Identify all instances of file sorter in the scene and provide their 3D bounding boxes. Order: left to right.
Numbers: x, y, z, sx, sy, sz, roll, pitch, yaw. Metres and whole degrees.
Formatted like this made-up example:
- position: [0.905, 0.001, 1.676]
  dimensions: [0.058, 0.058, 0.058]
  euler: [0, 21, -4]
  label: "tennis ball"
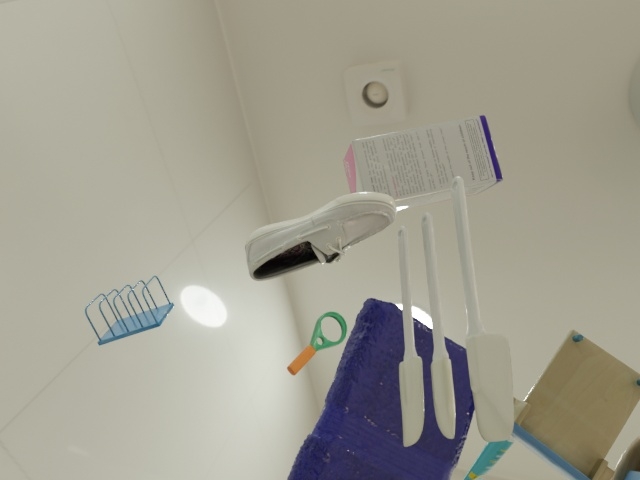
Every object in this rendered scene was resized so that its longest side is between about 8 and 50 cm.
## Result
- position: [-0.487, 0.173, 1.270]
  dimensions: [0.170, 0.118, 0.105]
  euler: [-19, -74, 7]
  label: "file sorter"

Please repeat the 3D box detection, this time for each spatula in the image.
- position: [0.118, 0.069, 0.487]
  dimensions: [0.019, 0.242, 0.168]
  euler: [9, -26, -15]
  label: "spatula"

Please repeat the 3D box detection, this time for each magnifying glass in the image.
- position: [-0.007, 0.273, 1.323]
  dimensions: [0.092, 0.231, 0.026]
  euler: [51, -40, -1]
  label: "magnifying glass"

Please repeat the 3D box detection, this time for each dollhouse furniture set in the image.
- position: [0.461, 0.263, 0.807]
  dimensions: [0.303, 0.286, 0.198]
  euler: [35, -13, 15]
  label: "dollhouse furniture set"

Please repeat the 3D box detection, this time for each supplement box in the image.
- position: [0.158, -0.115, 0.810]
  dimensions: [0.220, 0.111, 0.114]
  euler: [-13, -96, -7]
  label: "supplement box"

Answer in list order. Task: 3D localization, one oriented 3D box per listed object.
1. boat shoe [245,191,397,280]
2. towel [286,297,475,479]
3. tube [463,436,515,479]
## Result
- position: [0.000, 0.000, 0.563]
  dimensions: [0.184, 0.063, 0.066]
  euler: [-13, -43, 7]
  label: "boat shoe"
- position: [0.087, 0.257, 0.664]
  dimensions: [0.227, 0.308, 0.076]
  euler: [33, -22, -19]
  label: "towel"
- position: [0.448, 0.596, 1.348]
  dimensions: [0.080, 0.052, 0.207]
  euler: [13, -66, -30]
  label: "tube"
